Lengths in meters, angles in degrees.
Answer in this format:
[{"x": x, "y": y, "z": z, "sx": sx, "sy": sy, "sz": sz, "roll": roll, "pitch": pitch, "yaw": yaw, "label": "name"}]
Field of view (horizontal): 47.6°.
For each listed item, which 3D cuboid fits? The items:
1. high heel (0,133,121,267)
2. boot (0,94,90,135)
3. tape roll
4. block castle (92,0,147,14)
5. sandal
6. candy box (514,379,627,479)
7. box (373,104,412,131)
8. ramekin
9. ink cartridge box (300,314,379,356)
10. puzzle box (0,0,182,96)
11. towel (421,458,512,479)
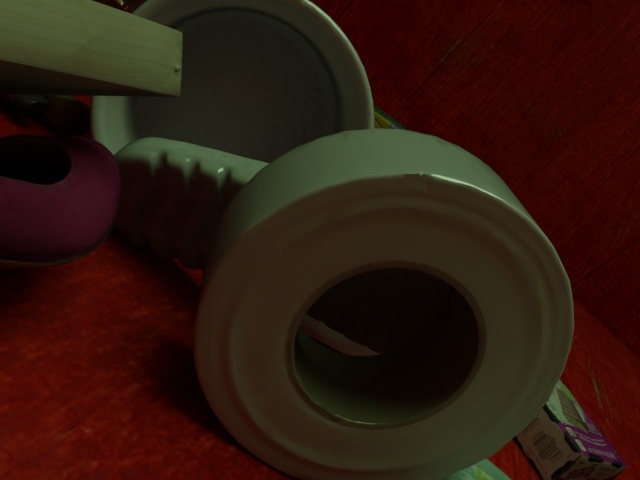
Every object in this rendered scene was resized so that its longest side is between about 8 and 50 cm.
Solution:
[{"x": -0.217, "y": -0.059, "z": 0.430, "sx": 0.127, "sy": 0.181, "sz": 0.377, "roll": 1, "pitch": 22, "yaw": 4, "label": "high heel"}, {"x": -0.295, "y": -0.154, "z": 0.756, "sx": 0.087, "sy": 0.042, "sz": 0.118, "roll": 40, "pitch": 9, "yaw": 20, "label": "boot"}, {"x": 0.045, "y": 0.061, "z": 0.575, "sx": 0.286, "sy": 0.286, "sz": 0.100, "roll": 36, "pitch": 18, "yaw": -20, "label": "tape roll"}, {"x": -0.374, "y": -0.352, "z": 0.786, "sx": 0.303, "sy": 0.213, "sz": 0.453, "roll": 54, "pitch": 24, "yaw": -3, "label": "block castle"}, {"x": 0.005, "y": -0.010, "z": 0.684, "sx": 0.416, "sy": 0.169, "sz": 0.102, "roll": 23, "pitch": 41, "yaw": -3, "label": "sandal"}, {"x": 0.327, "y": 0.250, "z": 1.075, "sx": 0.159, "sy": 0.071, "sz": 0.233, "roll": 24, "pitch": 24, "yaw": -43, "label": "candy box"}, {"x": 0.101, "y": -0.099, "z": 1.179, "sx": 0.290, "sy": 0.177, "sz": 0.279, "roll": 44, "pitch": 16, "yaw": 35, "label": "box"}, {"x": -0.089, "y": -0.131, "z": 0.768, "sx": 0.277, "sy": 0.277, "sz": 0.135, "roll": 38, "pitch": 11, "yaw": -14, "label": "ramekin"}, {"x": 0.001, "y": 0.049, "z": 0.894, "sx": 0.224, "sy": 0.045, "sz": 0.223, "roll": 33, "pitch": 19, "yaw": -23, "label": "ink cartridge box"}, {"x": -0.297, "y": -0.127, "z": 0.398, "sx": 0.272, "sy": 0.052, "sz": 0.409, "roll": 6, "pitch": 6, "yaw": 20, "label": "puzzle box"}, {"x": 0.200, "y": 0.354, "z": 0.537, "sx": 0.374, "sy": 0.090, "sz": 0.320, "roll": 41, "pitch": 17, "yaw": -3, "label": "towel"}]
